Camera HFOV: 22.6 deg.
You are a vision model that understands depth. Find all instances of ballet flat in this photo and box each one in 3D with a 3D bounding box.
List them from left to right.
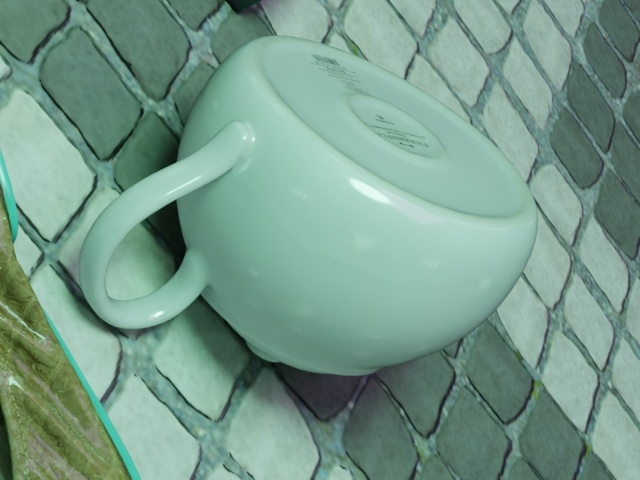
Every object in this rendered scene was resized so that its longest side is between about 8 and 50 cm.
[{"bbox_3d":[-0.205,0.033,0.821,0.124,0.116,0.342,-25,95,-37],"label":"ballet flat"}]

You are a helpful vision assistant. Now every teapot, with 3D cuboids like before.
[{"bbox_3d":[0.000,0.000,1.035,0.256,0.187,0.252,30,22,-5],"label":"teapot"}]

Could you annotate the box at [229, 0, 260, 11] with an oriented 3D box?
[{"bbox_3d":[-0.037,-0.299,1.209,0.153,0.108,0.207,52,38,-20],"label":"box"}]
